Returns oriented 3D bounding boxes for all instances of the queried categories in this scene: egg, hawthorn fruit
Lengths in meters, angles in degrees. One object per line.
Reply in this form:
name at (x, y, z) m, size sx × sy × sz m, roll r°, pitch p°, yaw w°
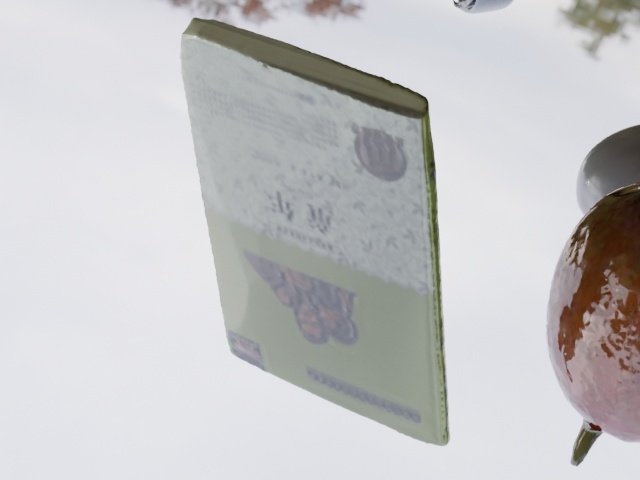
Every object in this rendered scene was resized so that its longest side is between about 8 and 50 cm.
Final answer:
egg at (0.378, -0.038, 1.699) m, size 0.231 × 0.176 × 0.176 m, roll 13°, pitch -158°, yaw -21°
hawthorn fruit at (0.271, 0.078, 1.298) m, size 0.199 × 0.251 × 0.199 m, roll 26°, pitch -169°, yaw -6°

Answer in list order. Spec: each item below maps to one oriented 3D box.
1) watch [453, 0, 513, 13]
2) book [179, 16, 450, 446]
watch at (0.188, -0.360, 1.911) m, size 0.068 × 0.193 × 0.206 m, roll -11°, pitch -161°, yaw -4°
book at (0.000, 0.000, 1.311) m, size 0.239 × 0.352 × 0.035 m, roll 22°, pitch -134°, yaw 32°
